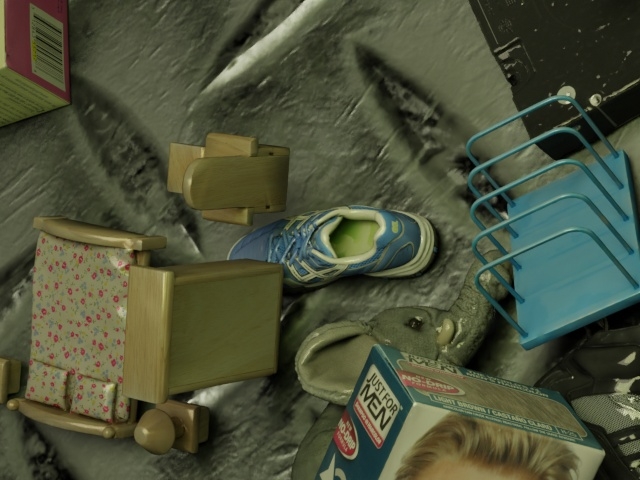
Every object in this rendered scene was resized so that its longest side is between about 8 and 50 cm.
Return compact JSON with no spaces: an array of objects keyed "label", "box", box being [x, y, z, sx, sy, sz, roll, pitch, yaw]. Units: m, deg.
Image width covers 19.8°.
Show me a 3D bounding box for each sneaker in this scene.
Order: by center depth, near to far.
[{"label":"sneaker","box":[0.279,0.158,1.470,0.268,0.101,0.153,33,94,36]},{"label":"sneaker","box":[0.000,0.000,1.698,0.211,0.081,0.080,-11,70,28]}]

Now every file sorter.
[{"label":"file sorter","box":[0.191,-0.019,1.543,0.118,0.104,0.170,-27,40,25]}]

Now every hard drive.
[{"label":"hard drive","box":[0.299,-0.252,1.621,0.339,0.064,0.237,-31,61,18]}]

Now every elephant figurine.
[{"label":"elephant figurine","box":[0.060,0.132,1.597,0.169,0.186,0.239,123,153,-56]}]

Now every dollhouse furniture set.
[{"label":"dollhouse furniture set","box":[-0.228,0.037,1.706,0.355,0.174,0.303,9,98,33]}]

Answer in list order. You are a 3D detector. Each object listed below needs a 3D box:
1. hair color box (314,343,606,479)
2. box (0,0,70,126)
[{"label":"hair color box","box":[0.065,0.270,1.446,0.347,0.174,0.105,-68,23,16]},{"label":"box","box":[-0.402,-0.229,1.986,0.243,0.117,0.214,-15,67,24]}]
